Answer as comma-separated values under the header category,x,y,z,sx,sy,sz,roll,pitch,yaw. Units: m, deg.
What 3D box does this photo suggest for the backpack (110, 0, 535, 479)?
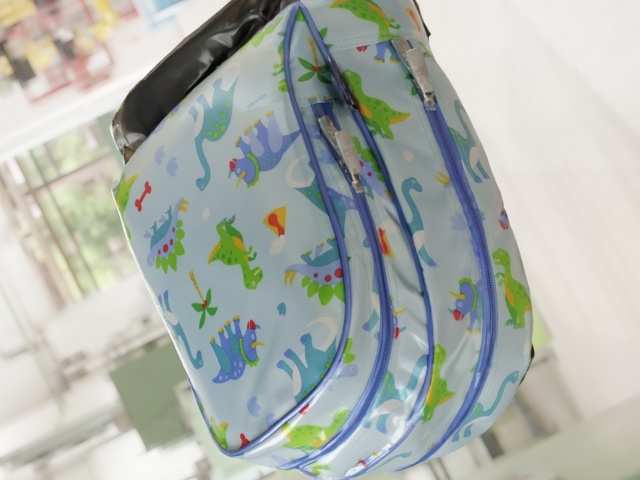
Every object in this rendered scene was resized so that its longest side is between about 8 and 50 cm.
category,x,y,z,sx,sy,sz,roll,pitch,yaw
backpack,0.000,0.000,1.243,0.273,0.290,0.355,-19,-103,-53
